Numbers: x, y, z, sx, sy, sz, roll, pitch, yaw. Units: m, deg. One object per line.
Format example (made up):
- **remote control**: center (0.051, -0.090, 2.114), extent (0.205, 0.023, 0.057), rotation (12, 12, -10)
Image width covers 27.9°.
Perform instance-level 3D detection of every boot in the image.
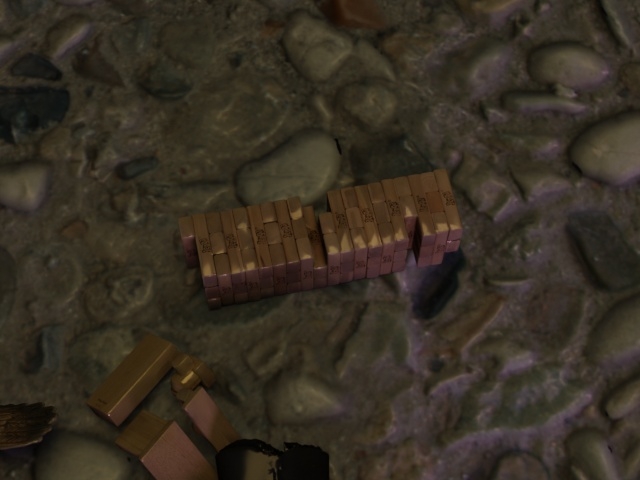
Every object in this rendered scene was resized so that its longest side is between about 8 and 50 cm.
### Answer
- **boot**: center (-0.100, 0.328, 1.412), extent (0.247, 0.094, 0.207), rotation (-4, 66, -11)

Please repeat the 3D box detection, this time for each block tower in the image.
- **block tower**: center (0.000, 0.000, 1.591), extent (0.336, 0.091, 0.097), rotation (-10, 62, -6)

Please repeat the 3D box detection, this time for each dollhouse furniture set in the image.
- **dollhouse furniture set**: center (-0.174, 0.216, 1.509), extent (0.151, 0.123, 0.144), rotation (15, 56, 46)

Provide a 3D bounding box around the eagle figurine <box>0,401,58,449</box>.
- **eagle figurine**: center (-0.455, 0.241, 1.392), extent (0.225, 0.226, 0.298), rotation (40, 83, -21)
